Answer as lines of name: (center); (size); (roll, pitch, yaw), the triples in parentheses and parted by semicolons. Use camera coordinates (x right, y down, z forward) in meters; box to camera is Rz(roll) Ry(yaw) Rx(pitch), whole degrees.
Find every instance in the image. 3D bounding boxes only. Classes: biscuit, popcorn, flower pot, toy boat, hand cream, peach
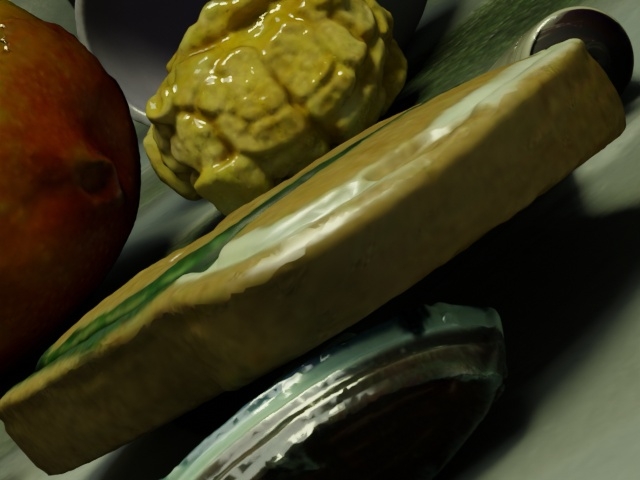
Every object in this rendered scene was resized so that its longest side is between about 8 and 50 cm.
biscuit: (-0.001, -0.002, 0.699); (0.287, 0.057, 0.344); (-33, 2, -32)
popcorn: (-0.042, -0.102, 1.113); (0.194, 0.140, 0.163); (-31, 8, 25)
flower pot: (-0.029, -0.211, 1.302); (0.265, 0.265, 0.243); (-28, 0, 28)
toy boat: (0.003, 0.063, 0.541); (0.140, 0.059, 0.066); (-34, 29, -5)
hand cream: (0.118, -0.090, 0.856); (0.087, 0.054, 0.186); (-40, 6, -3)
peach: (-0.304, -0.029, 1.167); (0.372, 0.290, 0.372); (-29, 15, 8)
